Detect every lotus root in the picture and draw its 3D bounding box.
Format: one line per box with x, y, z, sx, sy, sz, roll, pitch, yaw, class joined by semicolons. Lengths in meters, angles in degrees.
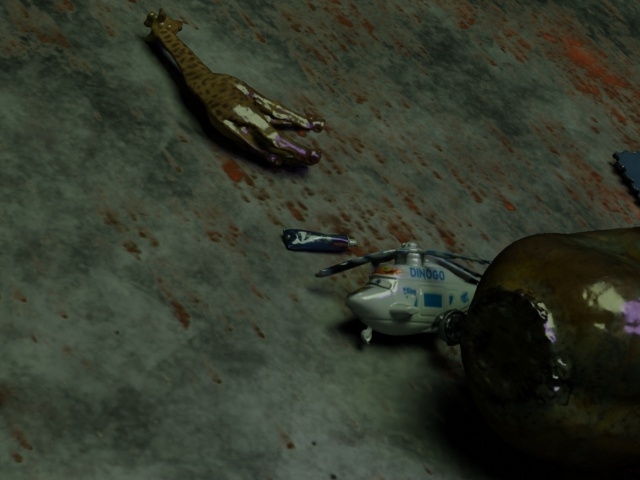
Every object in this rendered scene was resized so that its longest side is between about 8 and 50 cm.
0.289;0.104;1.564;0.346;0.250;0.250;3;42;-40;lotus root

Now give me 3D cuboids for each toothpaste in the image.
0.000;0.000;1.696;0.083;0.019;0.027;4;59;-24;toothpaste

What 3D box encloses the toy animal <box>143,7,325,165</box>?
-0.107;-0.171;1.812;0.275;0.054;0.149;33;33;9;toy animal

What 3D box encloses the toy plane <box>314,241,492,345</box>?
0.135;0.061;1.671;0.182;0.107;0.273;-1;-6;37;toy plane

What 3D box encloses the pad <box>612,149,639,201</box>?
0.538;-0.024;2.060;0.269;0.012;0.270;0;46;-28;pad
